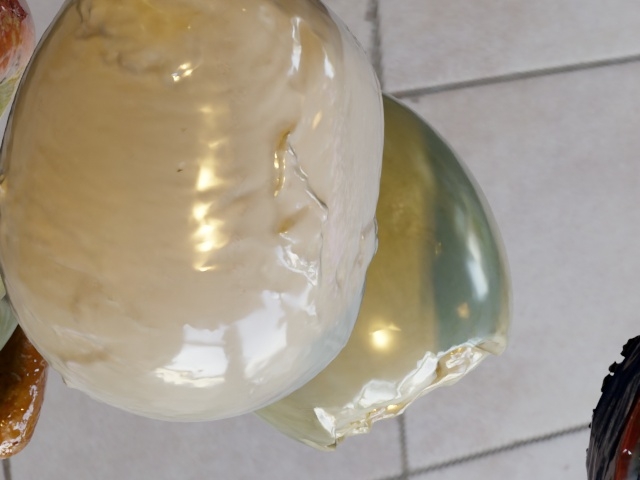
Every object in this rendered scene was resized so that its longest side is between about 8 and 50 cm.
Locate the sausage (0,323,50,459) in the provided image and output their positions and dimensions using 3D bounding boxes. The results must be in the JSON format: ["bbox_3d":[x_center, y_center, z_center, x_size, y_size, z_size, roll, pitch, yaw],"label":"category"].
[{"bbox_3d":[-0.295,0.064,1.319,0.076,0.103,0.302,10,59,-13],"label":"sausage"}]

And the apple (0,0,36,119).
[{"bbox_3d":[-0.419,-0.173,1.348,0.206,0.251,0.272,32,88,1],"label":"apple"}]

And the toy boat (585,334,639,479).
[{"bbox_3d":[0.200,0.182,0.679,0.072,0.318,0.219,5,133,-9],"label":"toy boat"}]

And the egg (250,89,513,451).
[{"bbox_3d":[0.000,0.000,1.143,0.278,0.278,0.336,-24,70,-16],"label":"egg"}]

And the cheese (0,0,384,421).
[{"bbox_3d":[-0.054,-0.017,0.573,0.154,0.198,0.189,1,88,14],"label":"cheese"}]

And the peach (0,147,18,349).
[{"bbox_3d":[-0.381,0.006,1.100,0.292,0.292,0.247,3,64,-24],"label":"peach"}]
